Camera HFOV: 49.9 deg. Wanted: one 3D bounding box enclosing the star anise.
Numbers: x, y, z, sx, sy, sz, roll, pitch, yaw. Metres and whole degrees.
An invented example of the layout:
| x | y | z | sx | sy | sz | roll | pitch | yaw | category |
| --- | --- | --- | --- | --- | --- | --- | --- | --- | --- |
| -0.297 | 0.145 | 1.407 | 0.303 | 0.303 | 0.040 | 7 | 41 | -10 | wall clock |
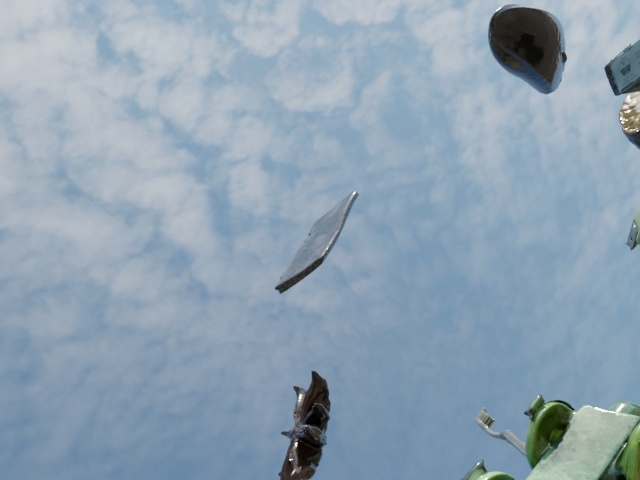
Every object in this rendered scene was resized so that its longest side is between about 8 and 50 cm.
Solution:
| x | y | z | sx | sy | sz | roll | pitch | yaw | category |
| --- | --- | --- | --- | --- | --- | --- | --- | --- | --- |
| -0.017 | 0.219 | 0.766 | 0.042 | 0.141 | 0.141 | 19 | -96 | -9 | star anise |

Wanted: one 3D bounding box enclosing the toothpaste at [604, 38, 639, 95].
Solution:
| x | y | z | sx | sy | sz | roll | pitch | yaw | category |
| --- | --- | --- | --- | --- | --- | --- | --- | --- | --- |
| 0.586 | -0.328 | 1.094 | 0.089 | 0.313 | 0.071 | -13 | -102 | -16 | toothpaste |

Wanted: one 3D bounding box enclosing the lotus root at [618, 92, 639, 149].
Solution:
| x | y | z | sx | sy | sz | roll | pitch | yaw | category |
| --- | --- | --- | --- | --- | --- | --- | --- | --- | --- |
| 0.621 | -0.232 | 1.216 | 0.170 | 0.261 | 0.074 | -38 | -72 | 25 | lotus root |

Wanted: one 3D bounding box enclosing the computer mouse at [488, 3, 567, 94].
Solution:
| x | y | z | sx | sy | sz | roll | pitch | yaw | category |
| --- | --- | --- | --- | --- | --- | --- | --- | --- | --- |
| 0.447 | -0.395 | 1.407 | 0.269 | 0.086 | 0.138 | 13 | -92 | -44 | computer mouse |

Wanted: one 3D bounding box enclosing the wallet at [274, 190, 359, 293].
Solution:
| x | y | z | sx | sy | sz | roll | pitch | yaw | category |
| --- | --- | --- | --- | --- | --- | --- | --- | --- | --- |
| 0.000 | 0.000 | 1.252 | 0.025 | 0.124 | 0.244 | 45 | -146 | -10 | wallet |

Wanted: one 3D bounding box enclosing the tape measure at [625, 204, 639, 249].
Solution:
| x | y | z | sx | sy | sz | roll | pitch | yaw | category |
| --- | --- | --- | --- | --- | --- | --- | --- | --- | --- |
| 0.544 | -0.048 | 0.928 | 0.106 | 0.200 | 0.175 | -40 | -38 | -65 | tape measure |

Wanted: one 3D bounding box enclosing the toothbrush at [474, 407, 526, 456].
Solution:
| x | y | z | sx | sy | sz | roll | pitch | yaw | category |
| --- | --- | --- | --- | --- | --- | --- | --- | --- | --- |
| 0.351 | 0.364 | 1.224 | 0.028 | 0.375 | 0.037 | 38 | -93 | -7 | toothbrush |

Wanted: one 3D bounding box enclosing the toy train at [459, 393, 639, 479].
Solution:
| x | y | z | sx | sy | sz | roll | pitch | yaw | category |
| --- | --- | --- | --- | --- | --- | --- | --- | --- | --- |
| 0.259 | 0.282 | 0.678 | 0.271 | 0.159 | 0.188 | -37 | -70 | -30 | toy train |
